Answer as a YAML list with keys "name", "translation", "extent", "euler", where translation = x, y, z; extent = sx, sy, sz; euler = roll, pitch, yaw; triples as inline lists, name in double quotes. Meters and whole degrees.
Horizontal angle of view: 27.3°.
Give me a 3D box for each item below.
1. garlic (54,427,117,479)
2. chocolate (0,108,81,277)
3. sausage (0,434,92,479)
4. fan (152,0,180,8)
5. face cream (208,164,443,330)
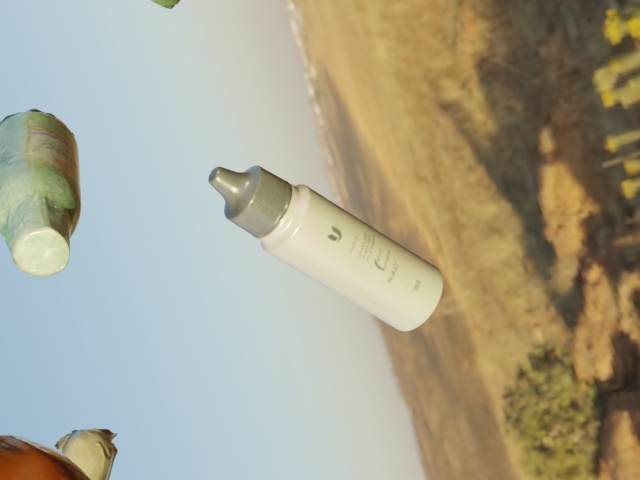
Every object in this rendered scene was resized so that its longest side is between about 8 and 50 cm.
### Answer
- name: "garlic"
  translation: [-0.278, 0.285, 1.532]
  extent: [0.152, 0.066, 0.084]
  euler: [-66, -30, -27]
- name: "chocolate"
  translation: [-0.296, -0.046, 1.374]
  extent: [0.291, 0.110, 0.110]
  euler: [-120, 9, -62]
- name: "sausage"
  translation: [-0.295, 0.238, 1.025]
  extent: [0.153, 0.268, 0.141]
  euler: [-61, 39, 37]
- name: "fan"
  translation: [-0.188, -0.248, 1.103]
  extent: [0.193, 0.016, 0.038]
  euler: [41, -167, 24]
- name: "face cream"
  translation: [0.000, 0.000, 1.511]
  extent: [0.311, 0.092, 0.092]
  euler: [30, -157, -26]
